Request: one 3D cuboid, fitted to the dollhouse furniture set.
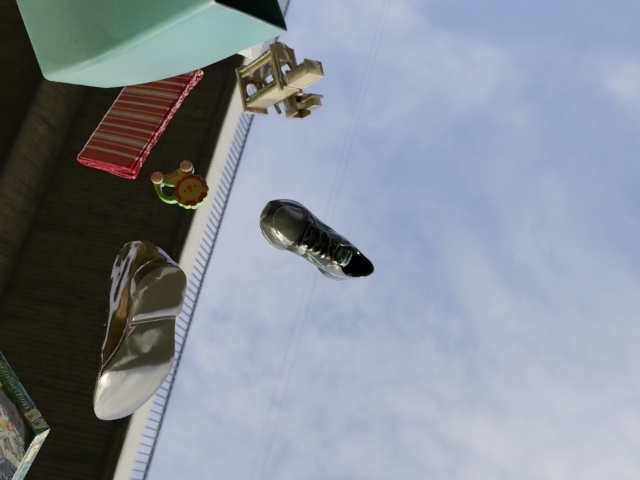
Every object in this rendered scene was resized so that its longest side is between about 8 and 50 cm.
[{"bbox_3d":[-0.039,-0.315,1.271,0.181,0.161,0.101,-20,-101,42],"label":"dollhouse furniture set"}]

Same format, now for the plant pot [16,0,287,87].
[{"bbox_3d":[-0.193,-0.261,0.711,0.234,0.165,0.166,-20,-91,22],"label":"plant pot"}]

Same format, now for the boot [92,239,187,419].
[{"bbox_3d":[-0.293,0.141,1.043,0.115,0.112,0.305,41,-62,41],"label":"boot"}]

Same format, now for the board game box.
[{"bbox_3d":[-0.520,0.244,1.050,0.260,0.030,0.136,46,-60,23],"label":"board game box"}]

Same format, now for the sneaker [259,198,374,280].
[{"bbox_3d":[0.000,0.000,1.281,0.106,0.267,0.101,13,-105,51],"label":"sneaker"}]

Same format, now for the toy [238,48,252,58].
[{"bbox_3d":[-0.251,-0.530,1.631,0.136,0.237,0.056,29,-111,14],"label":"toy"}]

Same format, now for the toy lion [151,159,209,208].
[{"bbox_3d":[-0.277,-0.105,1.343,0.100,0.034,0.096,-22,-102,-8],"label":"toy lion"}]

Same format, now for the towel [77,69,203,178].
[{"bbox_3d":[-0.370,-0.255,1.368,0.198,0.031,0.275,15,-111,38],"label":"towel"}]
